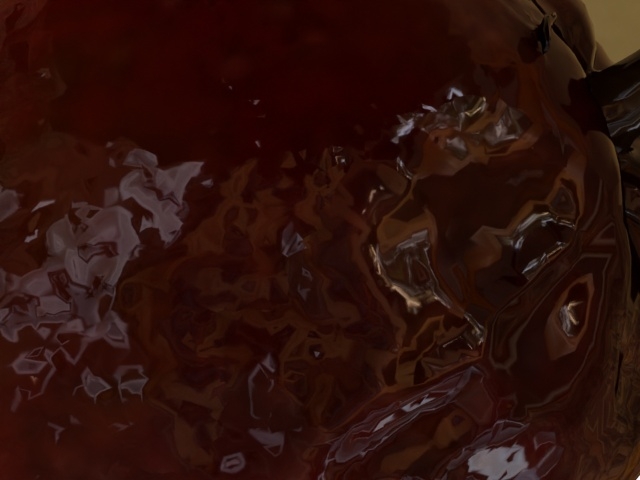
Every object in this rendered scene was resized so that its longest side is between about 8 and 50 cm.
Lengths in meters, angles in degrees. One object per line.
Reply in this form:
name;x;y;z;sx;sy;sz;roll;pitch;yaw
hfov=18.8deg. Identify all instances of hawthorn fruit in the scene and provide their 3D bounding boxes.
hawthorn fruit;0.000;0.000;0.461;0.266;0.210;0.230;-37;-37;21
